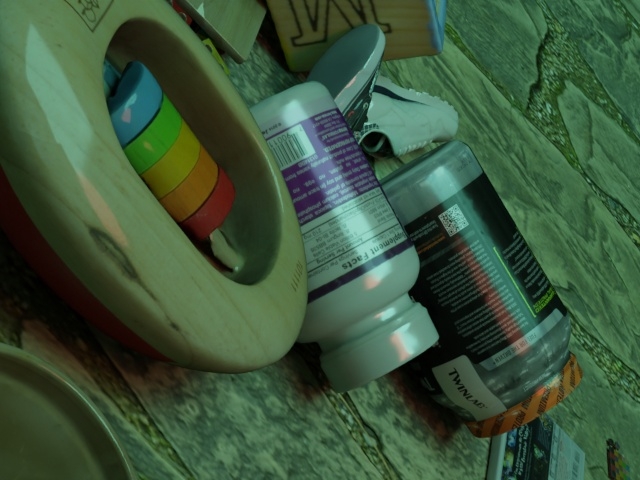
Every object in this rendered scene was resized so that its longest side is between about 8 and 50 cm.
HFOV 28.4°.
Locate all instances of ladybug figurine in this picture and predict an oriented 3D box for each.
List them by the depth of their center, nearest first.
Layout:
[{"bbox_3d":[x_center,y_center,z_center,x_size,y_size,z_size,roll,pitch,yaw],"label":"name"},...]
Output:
[{"bbox_3d":[-0.175,-0.061,1.103,0.449,0.161,0.305,56,30,-28],"label":"ladybug figurine"}]

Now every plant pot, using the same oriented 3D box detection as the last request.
[{"bbox_3d":[-0.244,0.198,0.897,0.237,0.109,0.237,38,32,-29],"label":"plant pot"}]

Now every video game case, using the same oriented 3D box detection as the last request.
[{"bbox_3d":[0.277,0.296,1.615,0.173,0.022,0.190,46,37,-23],"label":"video game case"}]

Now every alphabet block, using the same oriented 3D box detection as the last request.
[{"bbox_3d":[0.043,-0.343,1.557,0.192,0.197,0.193,-82,161,-45],"label":"alphabet block"}]

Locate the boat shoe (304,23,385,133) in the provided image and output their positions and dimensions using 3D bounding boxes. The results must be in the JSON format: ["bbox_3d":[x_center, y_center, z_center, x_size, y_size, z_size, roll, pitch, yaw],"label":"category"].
[{"bbox_3d":[0.021,-0.146,1.488,0.076,0.080,0.229,45,64,-43],"label":"boat shoe"}]

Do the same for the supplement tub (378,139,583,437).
[{"bbox_3d":[0.164,0.059,1.481,0.316,0.193,0.193,59,33,-3],"label":"supplement tub"}]

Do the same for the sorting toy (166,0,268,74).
[{"bbox_3d":[-0.133,-0.273,1.462,0.132,0.046,0.275,44,37,-25],"label":"sorting toy"}]

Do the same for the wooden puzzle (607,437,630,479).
[{"bbox_3d":[0.426,0.325,1.805,0.049,0.006,0.083,39,39,-30],"label":"wooden puzzle"}]

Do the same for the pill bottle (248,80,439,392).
[{"bbox_3d":[0.000,0.000,1.328,0.169,0.169,0.302,-28,90,-57],"label":"pill bottle"}]

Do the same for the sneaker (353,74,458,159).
[{"bbox_3d":[0.099,-0.148,1.662,0.235,0.090,0.095,9,72,-46],"label":"sneaker"}]
